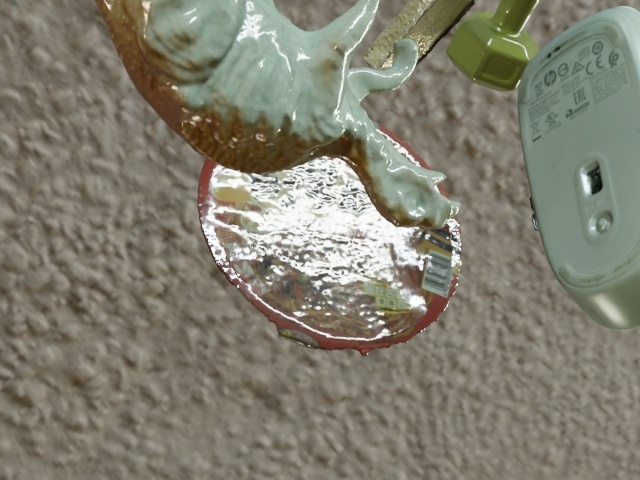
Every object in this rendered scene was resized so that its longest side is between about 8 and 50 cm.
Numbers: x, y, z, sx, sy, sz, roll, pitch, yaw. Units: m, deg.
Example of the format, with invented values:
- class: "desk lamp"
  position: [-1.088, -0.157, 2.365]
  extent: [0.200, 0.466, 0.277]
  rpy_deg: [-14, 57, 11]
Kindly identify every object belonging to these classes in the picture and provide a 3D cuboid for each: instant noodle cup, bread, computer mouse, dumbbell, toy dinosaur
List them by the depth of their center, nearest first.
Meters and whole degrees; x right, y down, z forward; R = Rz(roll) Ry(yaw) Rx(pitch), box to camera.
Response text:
- class: "toy dinosaur"
  position: [-0.068, -0.151, 0.666]
  extent: [0.393, 0.092, 0.205]
  rpy_deg: [21, 78, -24]
- class: "bread"
  position: [0.099, -0.197, 1.038]
  extent: [0.153, 0.028, 0.068]
  rpy_deg: [-49, 163, 28]
- class: "computer mouse"
  position: [0.266, -0.062, 1.111]
  extent: [0.097, 0.288, 0.159]
  rpy_deg: [14, 148, -33]
- class: "instant noodle cup"
  position: [0.000, 0.000, 1.229]
  extent: [0.274, 0.274, 0.090]
  rpy_deg: [-12, 157, -29]
- class: "dumbbell"
  position: [0.269, -0.334, 1.601]
  extent: [0.121, 0.108, 0.302]
  rpy_deg: [15, 123, -16]
